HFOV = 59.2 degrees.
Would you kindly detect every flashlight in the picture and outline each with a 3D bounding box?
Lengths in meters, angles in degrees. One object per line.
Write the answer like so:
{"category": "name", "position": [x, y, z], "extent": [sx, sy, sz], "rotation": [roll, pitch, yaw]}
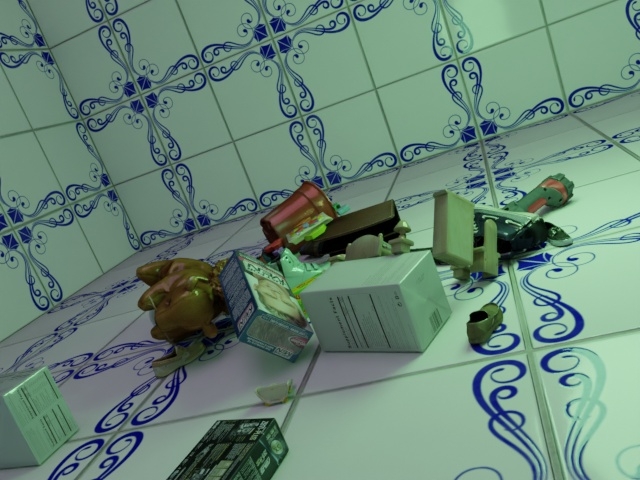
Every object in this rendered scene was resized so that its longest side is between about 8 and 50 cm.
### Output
{"category": "flashlight", "position": [0.667, -0.104, 1.747], "extent": [0.304, 0.103, 0.103], "rotation": [-34, 45, -30]}

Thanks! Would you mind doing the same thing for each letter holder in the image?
{"category": "letter holder", "position": [0.142, -0.008, 2.021], "extent": [0.302, 0.151, 0.214], "rotation": [-18, 16, 13]}

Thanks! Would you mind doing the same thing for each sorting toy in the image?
{"category": "sorting toy", "position": [-0.094, 0.336, 1.280], "extent": [0.083, 0.044, 0.075], "rotation": [-17, 7, 18]}

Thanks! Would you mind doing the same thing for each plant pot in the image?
{"category": "plant pot", "position": [-0.100, -0.076, 2.450], "extent": [0.265, 0.272, 0.272], "rotation": [-35, 18, -19]}

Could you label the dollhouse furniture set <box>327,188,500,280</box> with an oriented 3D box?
{"category": "dollhouse furniture set", "position": [0.251, 0.006, 1.537], "extent": [0.303, 0.173, 0.356], "rotation": [20, -23, -33]}

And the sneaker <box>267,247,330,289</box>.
{"category": "sneaker", "position": [-0.056, 0.083, 1.951], "extent": [0.256, 0.151, 0.094], "rotation": [-23, 12, -13]}

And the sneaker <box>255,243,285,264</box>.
{"category": "sneaker", "position": [-0.192, 0.064, 2.281], "extent": [0.108, 0.120, 0.302], "rotation": [-28, 15, -27]}

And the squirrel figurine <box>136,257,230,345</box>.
{"category": "squirrel figurine", "position": [-0.361, 0.170, 1.754], "extent": [0.397, 0.280, 0.370], "rotation": [-16, 3, -16]}

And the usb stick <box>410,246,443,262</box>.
{"category": "usb stick", "position": [0.323, 0.048, 1.759], "extent": [0.278, 0.045, 0.077], "rotation": [-7, 12, 44]}

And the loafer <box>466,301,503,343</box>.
{"category": "loafer", "position": [0.357, 0.170, 1.228], "extent": [0.056, 0.050, 0.148], "rotation": [-11, 17, 34]}

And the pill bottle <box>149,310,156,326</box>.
{"category": "pill bottle", "position": [-0.528, 0.224, 2.076], "extent": [0.161, 0.161, 0.283], "rotation": [-21, 14, -2]}

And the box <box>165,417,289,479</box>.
{"category": "box", "position": [-0.167, 0.409, 1.019], "extent": [0.148, 0.077, 0.180], "rotation": [-13, 16, 29]}

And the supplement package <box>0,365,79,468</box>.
{"category": "supplement package", "position": [-0.812, 0.467, 1.472], "extent": [0.262, 0.203, 0.145], "rotation": [-14, 14, 25]}

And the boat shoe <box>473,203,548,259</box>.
{"category": "boat shoe", "position": [0.467, -0.025, 1.639], "extent": [0.158, 0.127, 0.341], "rotation": [-22, 15, -30]}

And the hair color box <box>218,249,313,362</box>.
{"category": "hair color box", "position": [-0.156, 0.167, 1.521], "extent": [0.105, 0.174, 0.347], "rotation": [-56, 28, 11]}

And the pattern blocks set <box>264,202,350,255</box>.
{"category": "pattern blocks set", "position": [-0.048, -0.046, 2.086], "extent": [0.325, 0.026, 0.285], "rotation": [-36, 15, -15]}

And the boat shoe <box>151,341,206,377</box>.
{"category": "boat shoe", "position": [-0.423, 0.343, 1.682], "extent": [0.170, 0.059, 0.063], "rotation": [-30, 17, -33]}

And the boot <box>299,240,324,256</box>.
{"category": "boot", "position": [0.000, 0.000, 2.332], "extent": [0.106, 0.082, 0.219], "rotation": [-8, 20, 34]}

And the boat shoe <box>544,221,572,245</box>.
{"category": "boat shoe", "position": [0.645, -0.020, 1.554], "extent": [0.049, 0.040, 0.142], "rotation": [-20, 14, 1]}

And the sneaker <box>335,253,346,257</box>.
{"category": "sneaker", "position": [0.149, 0.076, 1.759], "extent": [0.136, 0.115, 0.314], "rotation": [-22, 14, -12]}

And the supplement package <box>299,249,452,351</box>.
{"category": "supplement package", "position": [0.131, 0.151, 1.364], "extent": [0.293, 0.175, 0.177], "rotation": [-9, 20, 40]}

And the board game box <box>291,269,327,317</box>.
{"category": "board game box", "position": [-0.031, 0.171, 1.702], "extent": [0.181, 0.092, 0.043], "rotation": [-29, 15, -29]}

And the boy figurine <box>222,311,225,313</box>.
{"category": "boy figurine", "position": [-0.244, 0.171, 2.017], "extent": [0.285, 0.092, 0.177], "rotation": [-26, 15, -17]}
